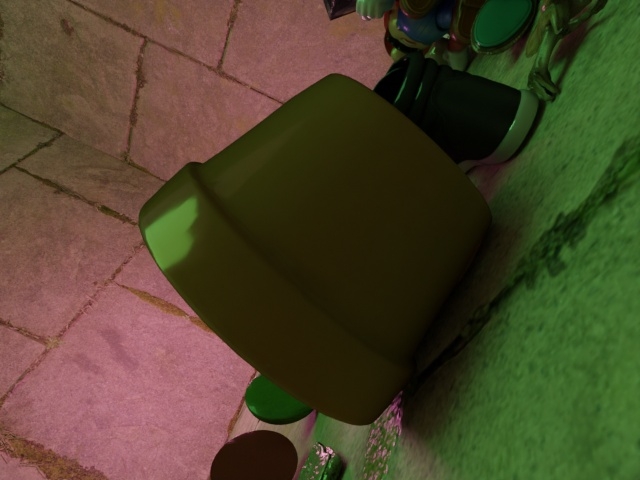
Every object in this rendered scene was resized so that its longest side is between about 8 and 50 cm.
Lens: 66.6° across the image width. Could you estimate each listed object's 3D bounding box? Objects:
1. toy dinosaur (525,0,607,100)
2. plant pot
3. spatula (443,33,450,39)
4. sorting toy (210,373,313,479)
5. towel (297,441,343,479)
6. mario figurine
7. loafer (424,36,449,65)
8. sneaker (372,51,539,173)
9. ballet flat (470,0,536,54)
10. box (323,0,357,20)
[{"bbox_3d":[0.222,-0.217,0.454,0.092,0.053,0.183,119,175,-63],"label":"toy dinosaur"},{"bbox_3d":[0.015,-0.011,0.457,0.203,0.291,0.291,-48,5,6],"label":"plant pot"},{"bbox_3d":[0.255,-0.486,1.291,0.168,0.019,0.242,-70,25,17],"label":"spatula"},{"bbox_3d":[-0.062,0.309,0.807,0.365,0.127,0.126,-65,-28,-62],"label":"sorting toy"},{"bbox_3d":[-0.020,0.303,0.543,0.110,0.027,0.148,122,173,-69],"label":"towel"},{"bbox_3d":[0.169,-0.354,0.836,0.170,0.198,0.320,-28,15,8],"label":"mario figurine"},{"bbox_3d":[0.241,-0.403,1.098,0.268,0.102,0.092,-86,18,-73],"label":"loafer"},{"bbox_3d":[0.125,-0.140,0.585,0.296,0.147,0.104,-177,111,-88],"label":"sneaker"},{"bbox_3d":[0.256,-0.311,0.658,0.206,0.073,0.067,-63,-25,-17],"label":"ballet flat"},{"bbox_3d":[0.193,-0.528,0.820,0.318,0.395,0.097,-88,-21,-87],"label":"box"}]
